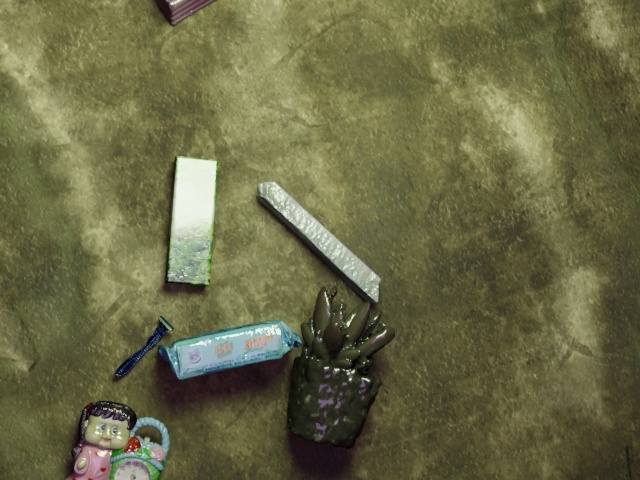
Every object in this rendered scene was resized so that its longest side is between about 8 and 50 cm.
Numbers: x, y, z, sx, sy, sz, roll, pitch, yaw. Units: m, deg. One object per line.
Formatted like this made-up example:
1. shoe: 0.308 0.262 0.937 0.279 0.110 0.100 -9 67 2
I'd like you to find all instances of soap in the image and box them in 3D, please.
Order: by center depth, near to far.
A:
1. soap: -0.188 0.223 1.671 0.293 0.156 0.077 -11 89 -10
2. soap: -0.259 -0.560 1.753 0.203 0.122 0.065 -34 91 -13

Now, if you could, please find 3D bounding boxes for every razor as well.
1. razor: -0.375 0.231 1.699 0.044 0.028 0.154 40 79 16

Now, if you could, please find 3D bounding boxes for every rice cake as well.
1. rice cake: 0.000 0.000 1.769 0.365 0.072 0.056 42 76 -4

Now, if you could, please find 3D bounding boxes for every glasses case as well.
1. glasses case: -0.278 -0.041 1.729 0.095 0.062 0.272 6 84 -16

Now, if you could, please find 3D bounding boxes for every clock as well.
1. clock: -0.411 0.435 1.641 0.194 0.100 0.196 14 85 -12

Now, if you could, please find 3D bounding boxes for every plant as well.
1. plant: 0.036 0.265 1.705 0.181 0.194 0.321 19 86 -20

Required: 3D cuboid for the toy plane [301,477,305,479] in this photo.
1. toy plane: -0.033 0.616 1.716 0.078 0.053 0.197 17 81 0
